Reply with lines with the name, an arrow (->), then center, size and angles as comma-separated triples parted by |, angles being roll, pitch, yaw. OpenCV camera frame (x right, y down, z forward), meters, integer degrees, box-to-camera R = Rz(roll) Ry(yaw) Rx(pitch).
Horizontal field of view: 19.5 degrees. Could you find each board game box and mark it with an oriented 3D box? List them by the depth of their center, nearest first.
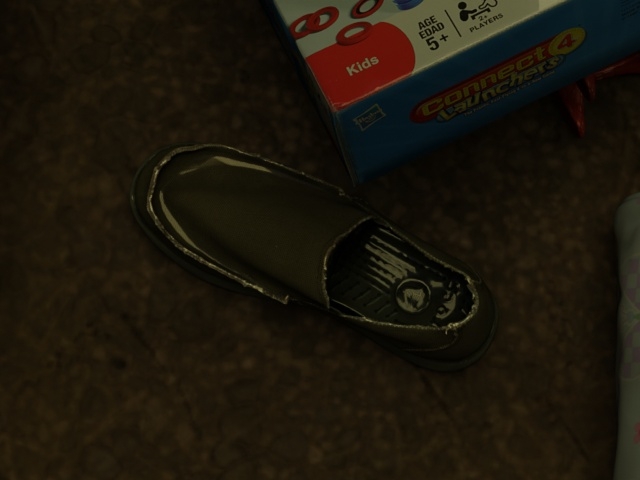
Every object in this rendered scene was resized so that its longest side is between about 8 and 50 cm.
board game box -> 0.090, -0.230, 1.075 | 0.308, 0.086, 0.302 | -26, 62, -2

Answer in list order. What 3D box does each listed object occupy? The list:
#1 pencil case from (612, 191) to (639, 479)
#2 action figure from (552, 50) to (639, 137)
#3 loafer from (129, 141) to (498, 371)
pencil case -> 0.231, 0.104, 1.147 | 0.113, 0.124, 0.273 | 14, 75, -31
action figure -> 0.306, -0.115, 1.215 | 0.280, 0.091, 0.139 | -24, 73, -8
loafer -> 0.000, 0.000, 1.169 | 0.251, 0.087, 0.094 | 22, 76, 2
